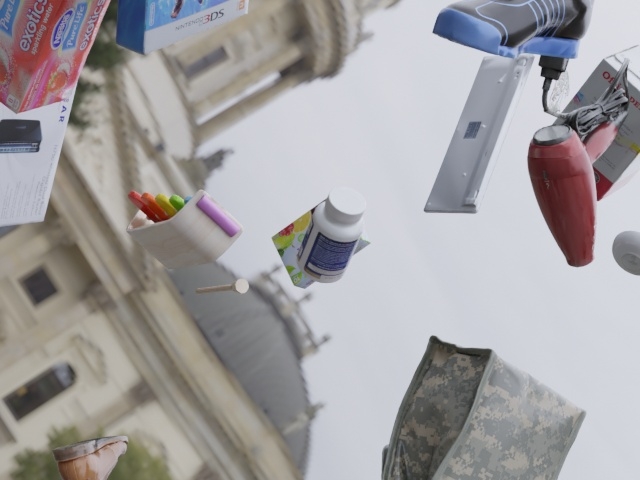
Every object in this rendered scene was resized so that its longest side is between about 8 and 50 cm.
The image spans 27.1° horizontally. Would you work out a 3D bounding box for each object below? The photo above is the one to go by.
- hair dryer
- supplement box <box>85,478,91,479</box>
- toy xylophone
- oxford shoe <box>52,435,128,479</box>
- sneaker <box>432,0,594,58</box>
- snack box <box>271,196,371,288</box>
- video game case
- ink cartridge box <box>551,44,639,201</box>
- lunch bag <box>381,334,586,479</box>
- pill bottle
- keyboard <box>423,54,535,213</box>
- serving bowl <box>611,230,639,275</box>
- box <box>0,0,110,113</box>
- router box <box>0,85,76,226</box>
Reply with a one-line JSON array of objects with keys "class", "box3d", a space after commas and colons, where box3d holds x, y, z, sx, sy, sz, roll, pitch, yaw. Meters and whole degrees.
[{"class": "hair dryer", "box3d": [0.349, -0.111, 1.712, 0.080, 0.223, 0.293, 8, -94, 46]}, {"class": "supplement box", "box3d": [-0.267, 0.415, 1.760, 0.188, 0.081, 0.104, 26, -47, 29]}, {"class": "toy xylophone", "box3d": [-0.251, 0.003, 2.548, 0.236, 0.081, 0.322, 48, -24, -26]}, {"class": "oxford shoe", "box3d": [-0.332, 0.326, 1.932, 0.212, 0.076, 0.076, 2, 75, -78]}, {"class": "sneaker", "box3d": [0.192, -0.229, 1.292, 0.081, 0.232, 0.090, 26, -69, 32]}, {"class": "snack box", "box3d": [0.000, 0.000, 2.167, 0.037, 0.141, 0.100, 22, 37, -59]}, {"class": "video game case", "box3d": [-0.185, -0.427, 1.907, 0.061, 0.244, 0.269, 26, -54, 25]}, {"class": "ink cartridge box", "box3d": [0.433, -0.173, 1.930, 0.128, 0.127, 0.176, 46, -51, 15]}, {"class": "lunch bag", "box3d": [0.219, 0.320, 1.923, 0.235, 0.287, 0.169, 32, -14, -34]}, {"class": "pill bottle", "box3d": [0.017, -0.008, 1.674, 0.067, 0.067, 0.120, 48, -43, 26]}, {"class": "keyboard", "box3d": [0.196, -0.135, 1.632, 0.072, 0.256, 0.014, -2, -39, 37]}, {"class": "serving bowl", "box3d": [0.487, 0.025, 2.054, 0.083, 0.027, 0.083, 24, -39, 21]}, {"class": "box", "box3d": [-0.432, -0.367, 2.043, 0.154, 0.142, 0.300, 36, -62, 13]}, {"class": "router box", "box3d": [-0.564, -0.192, 2.334, 0.082, 0.335, 0.301, 20, 12, 19]}]
